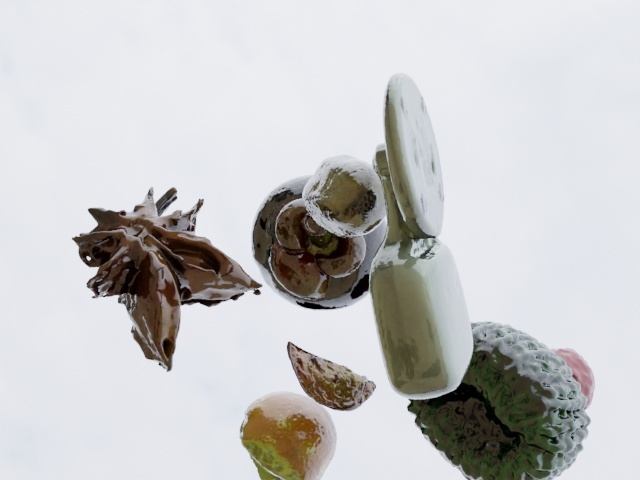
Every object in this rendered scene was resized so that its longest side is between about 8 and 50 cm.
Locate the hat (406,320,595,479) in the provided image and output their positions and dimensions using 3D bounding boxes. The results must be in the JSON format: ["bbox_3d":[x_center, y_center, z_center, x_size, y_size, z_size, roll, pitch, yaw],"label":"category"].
[{"bbox_3d":[0.317,0.255,1.384,0.274,0.332,0.242,53,-58,26],"label":"hat"}]

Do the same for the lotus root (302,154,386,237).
[{"bbox_3d":[0.030,-0.047,0.959,0.081,0.179,0.089,29,-88,-19],"label":"lotus root"}]

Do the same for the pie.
[{"bbox_3d":[0.021,0.242,1.458,0.191,0.088,0.033,28,-38,-23],"label":"pie"}]

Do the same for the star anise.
[{"bbox_3d":[-0.204,0.019,1.124,0.238,0.346,0.148,7,-61,-16],"label":"star anise"}]

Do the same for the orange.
[{"bbox_3d":[-0.059,0.357,1.561,0.179,0.158,0.237,28,-21,11],"label":"orange"}]

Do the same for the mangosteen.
[{"bbox_3d":[0.000,0.000,1.249,0.212,0.250,0.211,0,-95,-2],"label":"mangosteen"}]

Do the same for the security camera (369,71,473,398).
[{"bbox_3d":[0.081,-0.004,0.812,0.080,0.157,0.301,-7,-82,20],"label":"security camera"}]

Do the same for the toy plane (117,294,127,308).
[{"bbox_3d":[-0.350,0.097,1.686,0.103,0.316,0.204,1,-78,-9],"label":"toy plane"}]
